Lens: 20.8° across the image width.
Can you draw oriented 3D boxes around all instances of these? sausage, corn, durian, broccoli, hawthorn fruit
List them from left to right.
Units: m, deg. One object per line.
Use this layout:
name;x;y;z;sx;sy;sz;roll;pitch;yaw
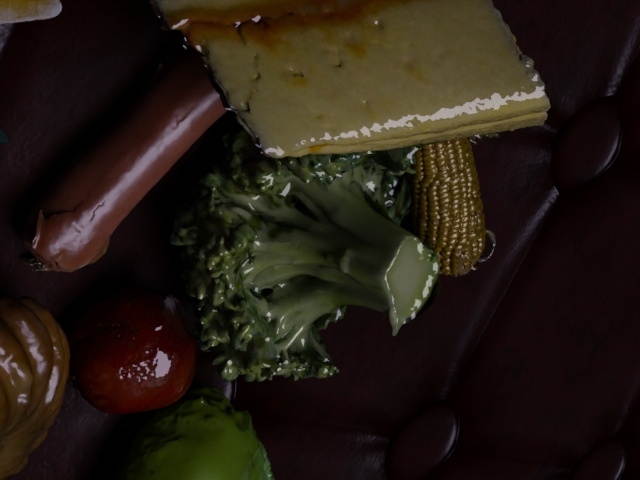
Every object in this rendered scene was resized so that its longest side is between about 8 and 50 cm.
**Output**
hawthorn fruit;-0.224;0.131;1.980;0.172;0.148;0.148;-25;133;-21
sausage;-0.160;-0.132;1.887;0.419;0.094;0.094;-45;130;-8
durian;-0.167;0.344;2.158;0.256;0.204;0.340;-42;132;-36
broccoli;-0.011;-0.020;1.990;0.277;0.317;0.338;37;54;-42
corn;0.157;-0.071;2.237;0.106;0.106;0.293;-35;137;-21

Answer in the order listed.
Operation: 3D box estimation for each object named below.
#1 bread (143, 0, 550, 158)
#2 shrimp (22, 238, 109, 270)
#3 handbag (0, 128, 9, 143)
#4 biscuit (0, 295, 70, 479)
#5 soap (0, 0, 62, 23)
bread;0.013;-0.233;1.865;0.404;0.346;0.242;-19;178;-5
shrimp;-0.279;0.003;1.924;0.108;0.023;0.059;-10;114;-40
handbag;-0.441;-0.150;1.491;0.326;0.238;0.089;49;50;-49
biscuit;-0.376;0.203;1.816;0.326;0.107;0.326;-49;167;-15
soap;-0.339;-0.259;1.513;0.140;0.232;0.073;-14;126;-39
